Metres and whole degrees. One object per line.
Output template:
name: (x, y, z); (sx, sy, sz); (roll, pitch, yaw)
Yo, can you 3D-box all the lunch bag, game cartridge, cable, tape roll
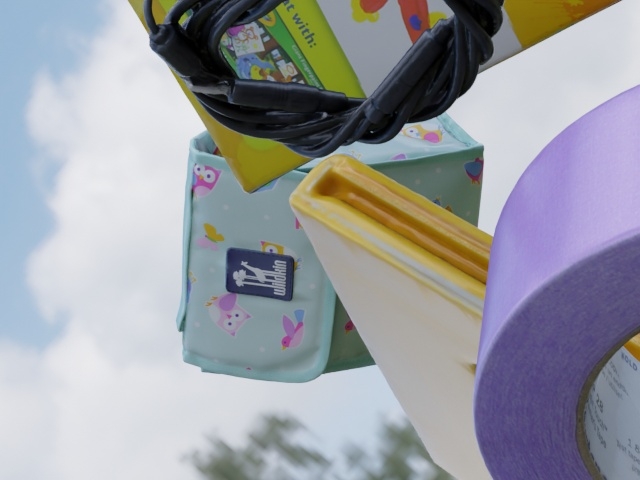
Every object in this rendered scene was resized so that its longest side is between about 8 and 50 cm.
lunch bag: (0.000, 0.000, 1.753); (0.262, 0.160, 0.223); (-8, -59, -22)
game cartridge: (0.139, 0.109, 1.202); (0.052, 0.285, 0.323); (-48, -38, -14)
cable: (0.011, -0.098, 1.002); (0.150, 0.184, 0.047); (62, -157, -47)
tape roll: (0.205, 0.050, 0.835); (0.275, 0.275, 0.090); (106, 177, -47)

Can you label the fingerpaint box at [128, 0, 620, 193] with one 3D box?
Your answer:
fingerpaint box: (0.002, -0.313, 1.322); (0.371, 0.445, 0.163); (-27, 10, 34)
